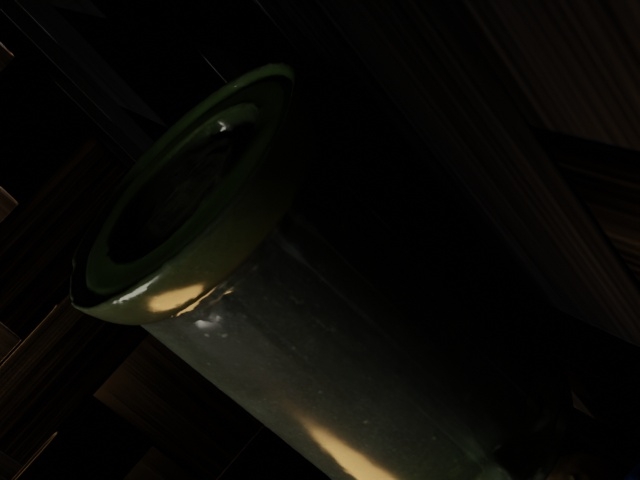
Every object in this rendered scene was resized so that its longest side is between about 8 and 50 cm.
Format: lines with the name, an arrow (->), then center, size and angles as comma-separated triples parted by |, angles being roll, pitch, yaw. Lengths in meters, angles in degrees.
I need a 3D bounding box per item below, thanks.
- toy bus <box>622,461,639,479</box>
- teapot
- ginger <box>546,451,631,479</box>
toy bus -> 0.269, 0.182, 0.586 | 0.094, 0.079, 0.236 | 61, 167, -13
teapot -> 0.007, 0.059, 0.721 | 0.337, 0.200, 0.270 | 44, 171, -25
ginger -> 0.204, 0.303, 0.737 | 0.244, 0.304, 0.155 | 58, 157, -4
